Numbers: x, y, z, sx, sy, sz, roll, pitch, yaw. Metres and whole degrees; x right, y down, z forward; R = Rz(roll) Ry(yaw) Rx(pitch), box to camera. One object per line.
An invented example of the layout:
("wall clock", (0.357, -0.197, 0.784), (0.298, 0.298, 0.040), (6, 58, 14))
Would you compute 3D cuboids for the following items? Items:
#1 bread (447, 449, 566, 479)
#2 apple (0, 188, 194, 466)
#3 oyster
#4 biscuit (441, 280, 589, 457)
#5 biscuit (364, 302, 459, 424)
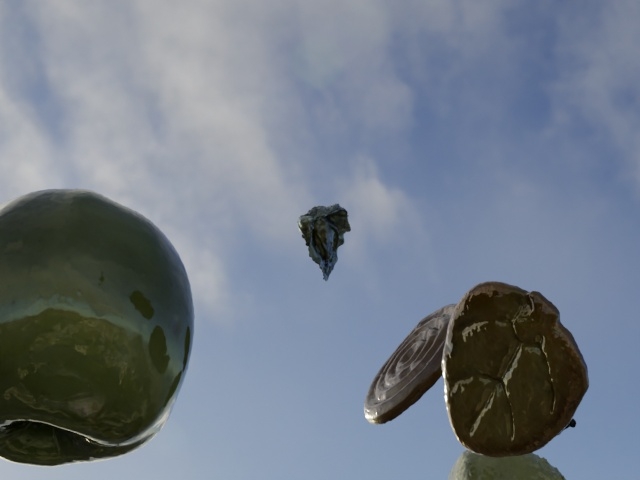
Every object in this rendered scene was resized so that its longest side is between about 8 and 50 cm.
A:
("bread", (0.339, 0.527, 1.892), (0.237, 0.321, 0.320), (5, -28, -6))
("apple", (-0.327, 0.106, 1.331), (0.357, 0.357, 0.357), (-1, -28, 0))
("oyster", (0.000, 0.000, 1.208), (0.037, 0.098, 0.100), (15, -60, 21))
("biscuit", (0.225, 0.169, 1.300), (0.041, 0.203, 0.260), (-22, -36, -43))
("biscuit", (0.161, 0.201, 1.778), (0.037, 0.262, 0.262), (42, -39, -6))
